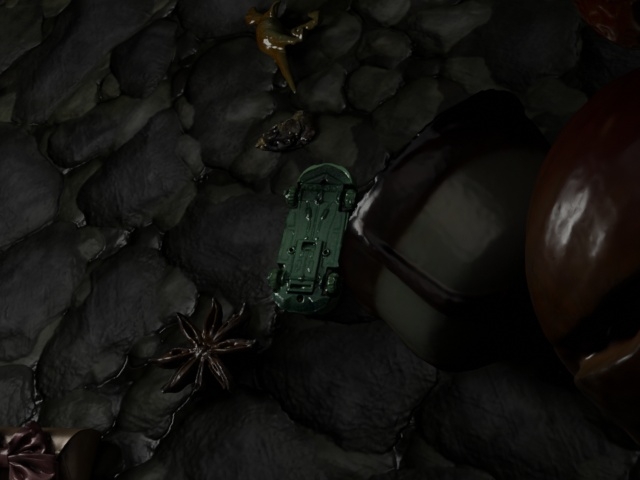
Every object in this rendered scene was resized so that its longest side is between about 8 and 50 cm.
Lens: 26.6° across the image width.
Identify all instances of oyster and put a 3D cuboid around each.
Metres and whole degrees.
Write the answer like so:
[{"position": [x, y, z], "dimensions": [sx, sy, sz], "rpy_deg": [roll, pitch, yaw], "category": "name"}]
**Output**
[{"position": [-0.046, -0.136, 1.720], "dimensions": [0.083, 0.019, 0.054], "rpy_deg": [-26, 50, 4], "category": "oyster"}]

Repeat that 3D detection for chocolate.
[{"position": [0.170, 0.011, 1.384], "dimensions": [0.283, 0.283, 0.186], "rpy_deg": [-44, 66, -11], "category": "chocolate"}]

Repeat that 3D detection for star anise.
[{"position": [-0.125, 0.125, 1.545], "dimensions": [0.141, 0.042, 0.141], "rpy_deg": [-13, 52, 18], "category": "star anise"}]

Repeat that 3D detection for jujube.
[{"position": [0.366, -0.324, 1.598], "dimensions": [0.168, 0.168, 0.236], "rpy_deg": [-24, 33, 5], "category": "jujube"}]

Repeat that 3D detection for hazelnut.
[{"position": [0.377, 0.027, 1.177], "dimensions": [0.409, 0.359, 0.359], "rpy_deg": [8, 50, -18], "category": "hazelnut"}]

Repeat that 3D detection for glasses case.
[{"position": [-0.354, 0.254, 1.530], "dimensions": [0.193, 0.070, 0.102], "rpy_deg": [-2, 56, 22], "category": "glasses case"}]

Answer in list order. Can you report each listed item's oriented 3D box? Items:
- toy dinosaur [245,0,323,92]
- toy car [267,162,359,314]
[{"position": [-0.066, -0.260, 1.814], "dimensions": [0.126, 0.039, 0.162], "rpy_deg": [-2, 59, 34], "category": "toy dinosaur"}, {"position": [0.000, 0.000, 1.575], "dimensions": [0.093, 0.058, 0.186], "rpy_deg": [2, 69, 24], "category": "toy car"}]
